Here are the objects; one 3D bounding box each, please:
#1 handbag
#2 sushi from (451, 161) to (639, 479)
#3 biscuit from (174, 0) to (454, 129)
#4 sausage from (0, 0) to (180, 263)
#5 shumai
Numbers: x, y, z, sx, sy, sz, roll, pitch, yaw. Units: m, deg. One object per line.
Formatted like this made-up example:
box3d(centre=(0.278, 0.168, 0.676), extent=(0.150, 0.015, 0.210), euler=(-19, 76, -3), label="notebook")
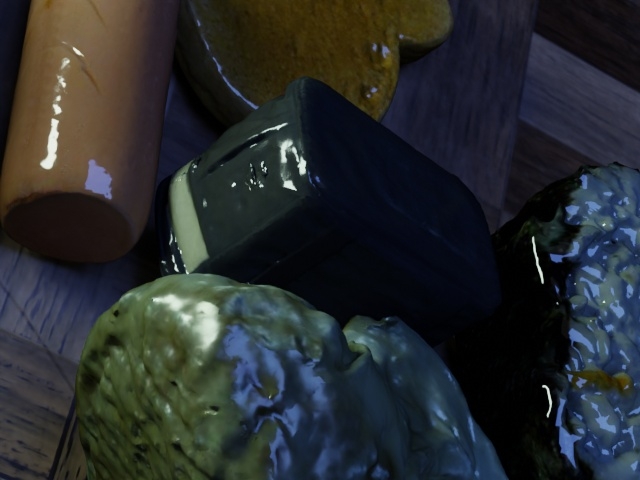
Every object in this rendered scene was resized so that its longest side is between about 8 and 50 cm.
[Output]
box3d(centre=(0.000, 0.000, 1.458), extent=(0.254, 0.181, 0.181), euler=(31, 36, -39), label="handbag")
box3d(centre=(0.219, 0.104, 1.570), extent=(0.211, 0.171, 0.350), euler=(23, 55, -24), label="sushi")
box3d(centre=(-0.015, -0.225, 1.666), extent=(0.287, 0.057, 0.343), euler=(6, 62, -31), label="biscuit")
box3d(centre=(-0.177, -0.131, 1.466), extent=(0.121, 0.121, 0.304), euler=(20, 55, -24), label="sausage")
box3d(centre=(0.005, 0.140, 1.315), extent=(0.288, 0.292, 0.330), euler=(-22, 115, -27), label="shumai")
